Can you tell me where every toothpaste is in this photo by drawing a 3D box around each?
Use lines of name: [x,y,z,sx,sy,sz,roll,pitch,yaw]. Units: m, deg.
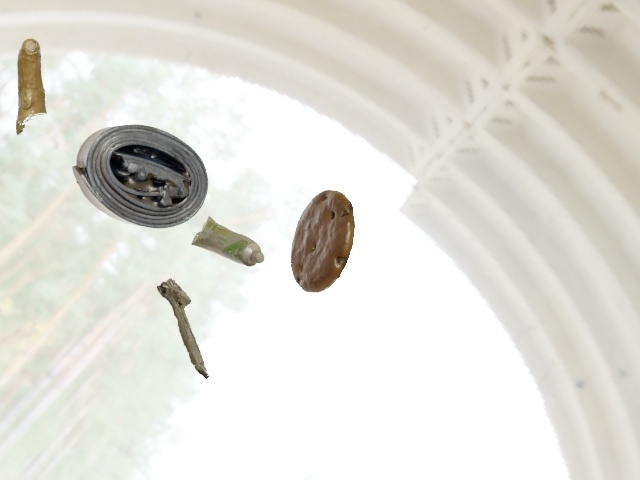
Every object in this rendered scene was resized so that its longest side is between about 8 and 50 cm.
toothpaste: [-0.191,0.007,2.645,0.047,0.078,0.248,36,-9,-39]

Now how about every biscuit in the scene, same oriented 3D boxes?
biscuit: [0.000,0.000,2.408,0.036,0.212,0.212,15,-4,-29]

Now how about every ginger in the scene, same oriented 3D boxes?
ginger: [-0.401,-0.212,1.751,0.044,0.137,0.057,8,14,18]

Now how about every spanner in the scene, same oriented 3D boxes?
spanner: [-0.254,0.160,2.368,0.093,0.026,0.325,44,9,-35]

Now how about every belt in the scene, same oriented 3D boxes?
belt: [-0.258,-0.093,1.813,0.190,0.141,0.082,24,-9,-23]
